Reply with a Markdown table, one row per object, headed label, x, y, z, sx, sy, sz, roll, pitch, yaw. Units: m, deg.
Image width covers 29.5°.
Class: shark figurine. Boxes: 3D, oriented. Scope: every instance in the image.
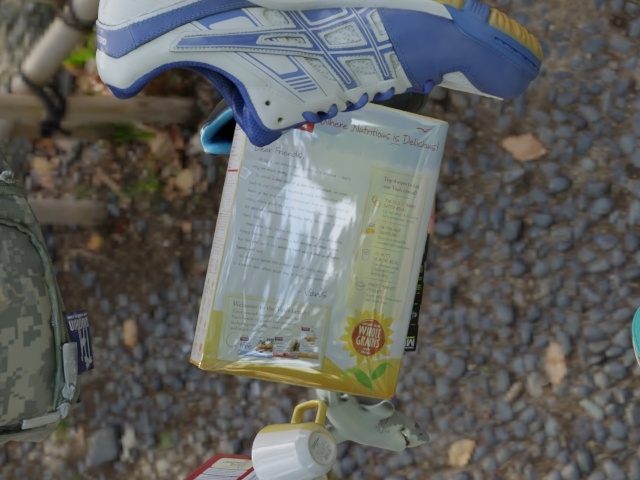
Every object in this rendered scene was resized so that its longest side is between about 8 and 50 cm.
| label | x | y | z | sx | sy | sz | roll | pitch | yaw |
| --- | --- | --- | --- | --- | --- | --- | --- | --- | --- |
| shark figurine | 0.032 | 0.158 | 1.477 | 0.166 | 0.278 | 0.116 | -8 | 48 | 8 |

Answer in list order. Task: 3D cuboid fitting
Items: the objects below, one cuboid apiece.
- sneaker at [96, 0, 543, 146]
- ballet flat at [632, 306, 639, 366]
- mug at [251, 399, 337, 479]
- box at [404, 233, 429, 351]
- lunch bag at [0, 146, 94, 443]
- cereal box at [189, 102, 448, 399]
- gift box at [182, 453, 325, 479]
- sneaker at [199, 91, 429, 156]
| label | x | y | z | sx | sy | sz | roll | pitch | yaw |
| --- | --- | --- | --- | --- | --- | --- | --- | --- | --- |
| sneaker | -0.003 | -0.119 | 0.804 | 0.112 | 0.296 | 0.131 | -169 | 91 | -81 |
| ballet flat | 0.358 | 0.131 | 1.091 | 0.248 | 0.086 | 0.086 | -112 | 40 | -66 |
| mug | -0.020 | 0.184 | 1.093 | 0.064 | 0.062 | 0.078 | -24 | 71 | 45 |
| box | 0.068 | 0.073 | 1.767 | 0.045 | 0.190 | 0.184 | 19 | 105 | 52 |
| lunch bag | -0.339 | 0.049 | 0.852 | 0.212 | 0.305 | 0.256 | -38 | 71 | 40 |
| cereal box | 0.000 | 0.000 | 1.000 | 0.047 | 0.173 | 0.240 | -173 | 95 | -71 |
| gift box | -0.077 | 0.441 | 1.606 | 0.255 | 0.276 | 0.258 | -4 | 111 | 51 |
| sneaker | -0.010 | -0.176 | 1.726 | 0.341 | 0.139 | 0.125 | -14 | 103 | 21 |
